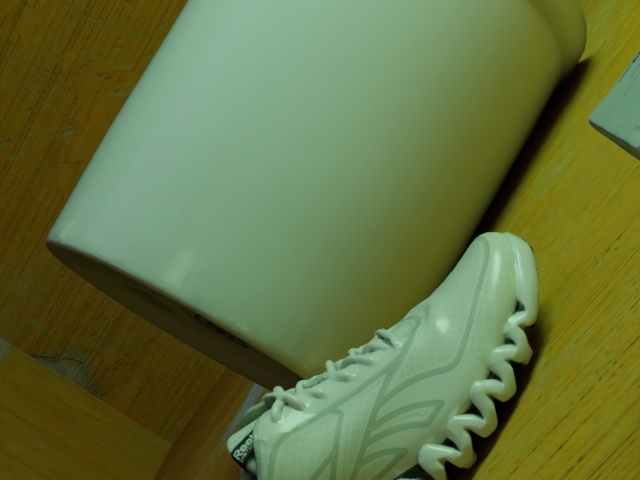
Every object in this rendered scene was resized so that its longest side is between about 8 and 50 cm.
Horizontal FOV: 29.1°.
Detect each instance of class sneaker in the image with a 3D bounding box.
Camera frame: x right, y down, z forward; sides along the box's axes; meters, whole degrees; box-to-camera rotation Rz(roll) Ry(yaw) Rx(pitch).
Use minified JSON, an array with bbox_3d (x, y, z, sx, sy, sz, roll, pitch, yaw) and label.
[{"bbox_3d":[0.022,0.109,0.710,0.292,0.118,0.110,-56,2,-4],"label":"sneaker"}]

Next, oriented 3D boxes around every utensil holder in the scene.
[{"bbox_3d":[-0.002,-0.081,1.051,0.385,0.328,0.327,-61,5,-12],"label":"utensil holder"}]

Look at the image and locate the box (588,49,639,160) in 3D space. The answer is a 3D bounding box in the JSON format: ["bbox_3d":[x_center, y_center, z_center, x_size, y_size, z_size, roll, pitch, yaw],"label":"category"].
[{"bbox_3d":[0.168,-0.056,0.450,0.101,0.087,0.102,-56,4,11],"label":"box"}]
